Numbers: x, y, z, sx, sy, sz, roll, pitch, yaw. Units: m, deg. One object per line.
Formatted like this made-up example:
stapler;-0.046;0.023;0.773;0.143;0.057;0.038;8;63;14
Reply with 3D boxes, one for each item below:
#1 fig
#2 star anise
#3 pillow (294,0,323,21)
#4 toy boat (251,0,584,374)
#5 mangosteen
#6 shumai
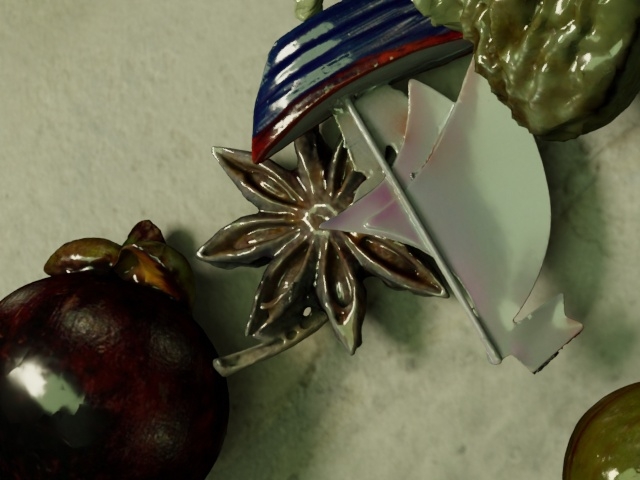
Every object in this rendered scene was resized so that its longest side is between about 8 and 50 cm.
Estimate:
fig;0.280;0.130;1.174;0.236;0.124;0.124;-44;77;6
star anise;-0.001;0.000;1.288;0.230;0.081;0.262;30;94;10
pillow;0.013;-0.357;1.207;0.281;0.076;0.274;-39;84;16
toy boat;0.100;-0.069;1.204;0.318;0.072;0.219;38;90;9
mangosteen;-0.179;0.104;1.318;0.228;0.228;0.265;5;68;23
shumai;0.161;-0.211;1.123;0.218;0.189;0.256;23;111;8
